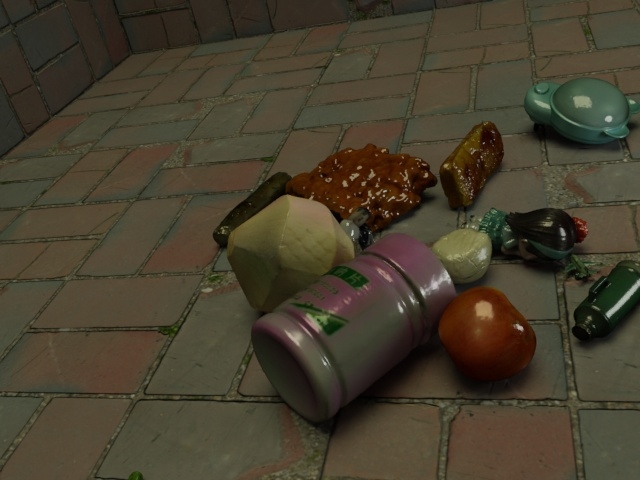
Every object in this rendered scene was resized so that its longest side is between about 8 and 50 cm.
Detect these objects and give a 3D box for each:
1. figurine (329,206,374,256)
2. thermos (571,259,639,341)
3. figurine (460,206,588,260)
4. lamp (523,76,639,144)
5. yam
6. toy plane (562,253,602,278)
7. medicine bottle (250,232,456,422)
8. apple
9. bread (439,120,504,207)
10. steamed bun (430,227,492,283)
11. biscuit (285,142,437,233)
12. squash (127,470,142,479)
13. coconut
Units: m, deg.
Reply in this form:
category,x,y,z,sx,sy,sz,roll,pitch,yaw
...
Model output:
category,x,y,z,sx,sy,sz,roll,pitch,yaw
figurine,0.000,0.000,1.532,0.222,0.145,0.145,-7,30,34
thermos,0.517,0.111,1.210,0.187,0.083,0.073,-36,61,-29
figurine,0.424,-0.021,1.432,0.245,0.110,0.138,7,34,43
lamp,0.687,-0.352,1.806,0.283,0.147,0.209,11,42,36
yam,-0.177,-0.090,1.807,0.067,0.071,0.317,36,46,5
toy plane,0.516,0.053,1.347,0.080,0.033,0.083,-15,25,-1
medicine bottle,0.061,0.148,1.207,0.325,0.212,0.212,-33,36,-26
apple,0.281,0.161,1.155,0.139,0.163,0.163,-41,31,9
bread,0.381,-0.198,1.695,0.077,0.139,0.271,0,31,38
steamed bun,0.294,0.040,1.397,0.130,0.091,0.112,-34,33,-24
biscuit,0.093,-0.133,1.730,0.312,0.111,0.318,-32,36,-23
squash,-0.309,0.416,1.106,0.027,0.027,0.089,-10,34,6
coconut,-0.069,0.039,1.378,0.259,0.259,0.259,-10,32,6
